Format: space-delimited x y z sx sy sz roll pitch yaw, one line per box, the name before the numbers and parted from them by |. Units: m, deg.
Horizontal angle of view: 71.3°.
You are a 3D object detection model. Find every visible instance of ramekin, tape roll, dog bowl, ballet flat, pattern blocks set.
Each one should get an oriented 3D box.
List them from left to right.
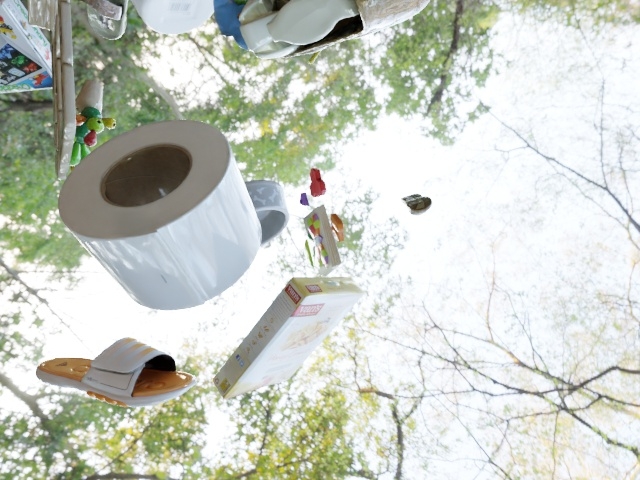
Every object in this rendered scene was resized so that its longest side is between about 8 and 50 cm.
tape roll | -0.227 -0.041 0.670 0.245 0.169 0.246 -5 -130 7
ramekin | -0.451 -0.769 1.372 0.277 0.277 0.135 -27 -94 12
dog bowl | -0.264 -0.067 1.562 0.348 0.349 0.102 -30 -110 9
ballet flat | -0.019 -0.262 0.513 0.124 0.116 0.342 -39 -147 -18
pattern blocks set | 0.000 0.000 1.219 0.026 0.285 0.325 -11 -113 -21

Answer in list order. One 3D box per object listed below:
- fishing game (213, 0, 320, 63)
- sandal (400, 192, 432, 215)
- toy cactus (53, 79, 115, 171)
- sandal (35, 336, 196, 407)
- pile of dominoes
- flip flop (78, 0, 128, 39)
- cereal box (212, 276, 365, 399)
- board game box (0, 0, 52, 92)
fishing game | -0.090 -0.395 0.727 0.264 0.041 0.189 36 -98 11
sandal | 0.268 -0.095 1.247 0.072 0.049 0.180 -14 -166 1
toy cactus | -0.469 -0.235 0.904 0.219 0.112 0.181 -11 -112 57
sandal | -0.317 0.185 0.672 0.265 0.102 0.076 4 -84 14
pile of dominoes | -0.280 -0.190 0.449 0.196 0.040 0.251 -24 -109 55
flip flop | -0.484 -0.523 0.972 0.277 0.112 0.080 -28 -140 64
cereal box | -0.049 0.157 0.742 0.240 0.173 0.047 -52 -119 22
board game box | -0.745 -0.422 0.986 0.305 0.193 0.053 0 -127 12
